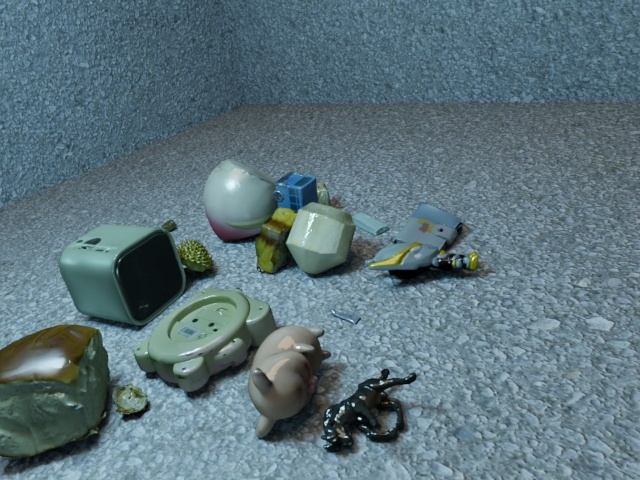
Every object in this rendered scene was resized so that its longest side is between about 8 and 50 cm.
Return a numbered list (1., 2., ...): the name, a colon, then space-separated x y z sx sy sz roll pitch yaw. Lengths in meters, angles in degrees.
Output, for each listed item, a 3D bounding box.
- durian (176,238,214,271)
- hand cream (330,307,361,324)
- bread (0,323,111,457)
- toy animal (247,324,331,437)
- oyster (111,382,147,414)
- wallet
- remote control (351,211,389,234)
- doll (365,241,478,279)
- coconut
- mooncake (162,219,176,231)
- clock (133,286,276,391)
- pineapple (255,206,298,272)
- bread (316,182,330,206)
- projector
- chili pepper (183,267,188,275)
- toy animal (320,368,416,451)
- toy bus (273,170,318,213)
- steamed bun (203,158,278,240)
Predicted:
1. durian: -0.422 0.053 1.875 0.146 0.102 0.208 21 -12 -4
2. hand cream: 0.064 0.200 1.492 0.093 0.019 0.030 12 37 36
3. bread: -0.638 0.329 1.300 0.250 0.225 0.279 -13 22 -5
4. toy animal: -0.077 0.286 1.223 0.154 0.166 0.250 -13 18 19
5. oyster: -0.457 0.380 1.342 0.086 0.029 0.132 -12 22 -14
6. wallet: 0.343 -0.024 1.764 0.170 0.069 0.231 22 44 23
7. remote control: 0.170 -0.062 1.956 0.061 0.029 0.162 -26 29 -22
8. doll: 0.284 0.059 1.588 0.316 0.103 0.145 1 31 10
9. coconut: 0.000 0.000 1.727 0.202 0.222 0.202 20 -1 0
10. mooncake: -0.735 0.001 2.203 0.150 0.057 0.347 -7 17 40
11. clock: -0.301 0.250 1.451 0.284 0.114 0.309 11 37 37
12. pineapple: -0.134 -0.008 1.796 0.114 0.186 0.236 17 68 19
13. bread: -0.006 -0.161 2.144 0.082 0.106 0.125 -13 24 -4
14. projector: -0.605 0.098 1.719 0.249 0.248 0.248 4 30 30
15. chili pepper: -0.465 0.117 1.883 0.027 0.022 0.083 24 29 -3
16. toy animal: 0.098 0.334 1.136 0.148 0.084 0.232 9 36 38
17. toy bus: -0.075 -0.106 1.931 0.133 0.234 0.116 12 35 27
18. steamed bun: -0.298 -0.127 2.054 0.309 0.309 0.309 -10 26 5
